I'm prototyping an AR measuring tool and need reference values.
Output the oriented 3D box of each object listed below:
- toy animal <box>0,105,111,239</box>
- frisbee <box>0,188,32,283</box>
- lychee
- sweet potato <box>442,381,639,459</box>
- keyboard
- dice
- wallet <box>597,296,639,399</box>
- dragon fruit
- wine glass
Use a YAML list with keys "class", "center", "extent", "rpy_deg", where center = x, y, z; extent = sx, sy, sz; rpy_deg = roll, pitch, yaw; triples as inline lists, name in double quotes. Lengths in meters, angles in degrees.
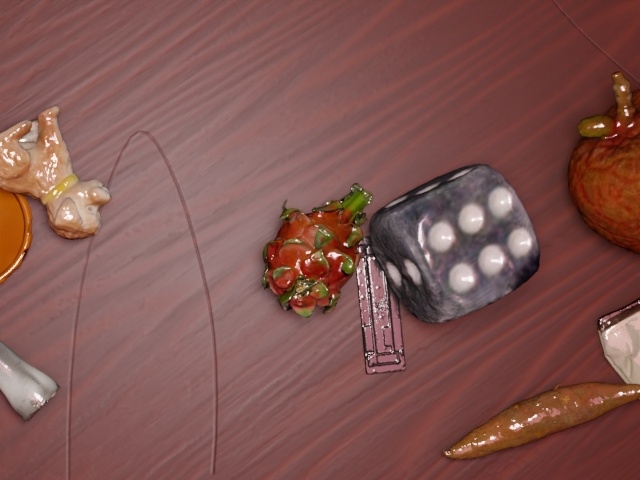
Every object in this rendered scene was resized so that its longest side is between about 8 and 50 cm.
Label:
- class: "toy animal"
  center: [-0.399, -0.063, 1.606]
  extent: [0.184, 0.104, 0.185]
  rpy_deg: [-35, 102, -26]
- class: "frisbee"
  center: [-0.503, -0.018, 1.632]
  extent: [0.192, 0.035, 0.192]
  rpy_deg: [2, 82, -14]
- class: "lychee"
  center: [0.481, -0.110, 1.676]
  extent: [0.255, 0.255, 0.300]
  rpy_deg: [-52, 128, -6]
- class: "sweet potato"
  center: [0.327, 0.260, 1.736]
  extent: [0.314, 0.066, 0.072]
  rpy_deg: [-16, 84, -6]
- class: "keyboard"
  center: [0.088, 0.095, 1.729]
  extent: [0.061, 0.013, 0.204]
  rpy_deg: [-6, 90, -8]
- class: "dice"
  center: [0.188, 0.004, 1.654]
  extent: [0.182, 0.183, 0.181]
  rpy_deg: [-30, 96, -15]
- class: "wallet"
  center: [0.611, 0.151, 1.783]
  extent: [0.335, 0.068, 0.275]
  rpy_deg: [-29, 89, -1]
- class: "dragon fruit"
  center: [-0.004, 0.000, 1.668]
  extent: [0.137, 0.135, 0.236]
  rpy_deg: [25, 64, -8]
- class: "wine glass"
  center: [-0.441, 0.176, 1.622]
  extent: [0.155, 0.072, 0.072]
  rpy_deg: [44, 83, -4]
